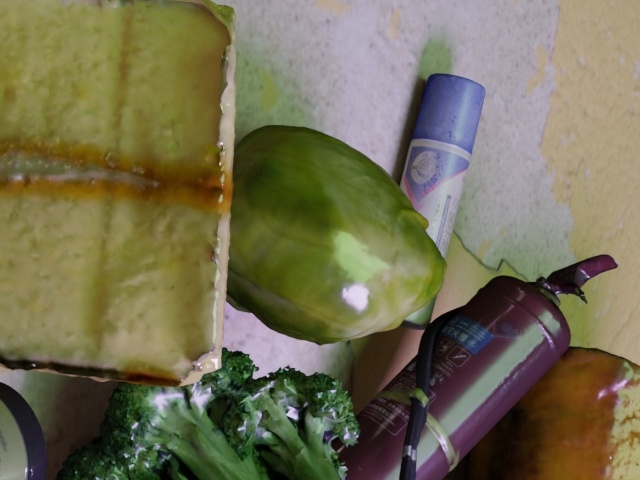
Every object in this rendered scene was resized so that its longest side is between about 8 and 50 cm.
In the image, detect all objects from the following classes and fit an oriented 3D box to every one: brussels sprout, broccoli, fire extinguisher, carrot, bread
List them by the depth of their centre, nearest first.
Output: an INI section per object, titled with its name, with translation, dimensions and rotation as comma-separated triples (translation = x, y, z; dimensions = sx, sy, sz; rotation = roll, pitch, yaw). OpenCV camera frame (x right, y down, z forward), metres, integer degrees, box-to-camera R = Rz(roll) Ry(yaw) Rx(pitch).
[bread]
translation = -0.182, -0.041, 1.215
dimensions = 0.236, 0.198, 0.264
rotation = 5, 88, -23
[broccoli]
translation = -0.080, 0.227, 1.357
dimensions = 0.265, 0.245, 0.295
rotation = 14, 85, -38
[brussels sprout]
translation = 0.000, 0.000, 1.452
dimensions = 0.223, 0.223, 0.161
rotation = 11, 101, -50
[fire extinguisher]
translation = 0.124, 0.130, 1.605
dimensions = 0.341, 0.141, 0.105
rotation = -44, 111, -15
[carrot]
translation = 0.252, 0.271, 1.752
dimensions = 0.241, 0.241, 0.341
rotation = 7, 88, -50

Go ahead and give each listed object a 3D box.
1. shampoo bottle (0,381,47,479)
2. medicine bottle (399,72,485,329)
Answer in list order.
[shampoo bottle]
translation = -0.312, 0.165, 1.180
dimensions = 0.283, 0.101, 0.101
rotation = -13, 105, -48
[medicine bottle]
translation = 0.098, -0.036, 1.671
dimensions = 0.059, 0.059, 0.231
rotation = 25, 76, -48
